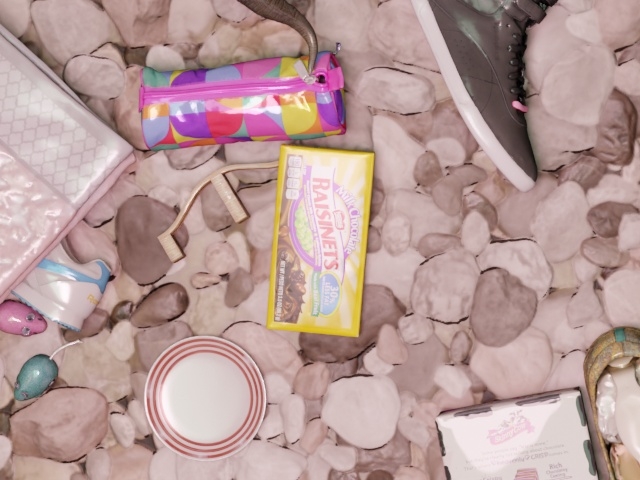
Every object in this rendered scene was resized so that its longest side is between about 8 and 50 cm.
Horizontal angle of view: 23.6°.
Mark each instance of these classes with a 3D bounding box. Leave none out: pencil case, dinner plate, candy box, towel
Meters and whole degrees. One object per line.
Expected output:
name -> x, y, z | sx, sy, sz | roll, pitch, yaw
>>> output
pencil case -> -0.083, -0.154, 1.679 | 0.236, 0.104, 0.104 | -6, 88, 10
dinner plate -> -0.129, 0.177, 1.723 | 0.141, 0.017, 0.141 | 0, 89, 8
candy box -> 0.000, 0.000, 1.684 | 0.105, 0.027, 0.205 | 4, 97, 1
candy box -> 0.223, 0.285, 1.637 | 0.159, 0.071, 0.233 | -11, 88, 9
towel -> -0.421, -0.092, 1.676 | 0.332, 0.053, 0.317 | 42, 80, 5

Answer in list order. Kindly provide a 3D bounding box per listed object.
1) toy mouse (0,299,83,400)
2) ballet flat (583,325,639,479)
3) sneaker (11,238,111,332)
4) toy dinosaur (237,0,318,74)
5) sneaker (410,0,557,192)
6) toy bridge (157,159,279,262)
toy mouse -> -0.344, 0.125, 1.750 | 0.143, 0.031, 0.161 | -5, 89, 9
ballet flat -> 0.354, 0.260, 1.595 | 0.123, 0.123, 0.348 | -17, 87, 9
sneaker -> -0.344, 0.009, 1.732 | 0.229, 0.087, 0.092 | 33, 83, 3
toy dinosaur -> -0.101, -0.311, 1.617 | 0.121, 0.160, 0.313 | -18, 81, 9
sneaker -> 0.201, -0.206, 1.628 | 0.147, 0.104, 0.295 | -25, 81, 13
toy bridge -> -0.101, -0.049, 1.716 | 0.188, 0.026, 0.063 | -32, 84, 6
